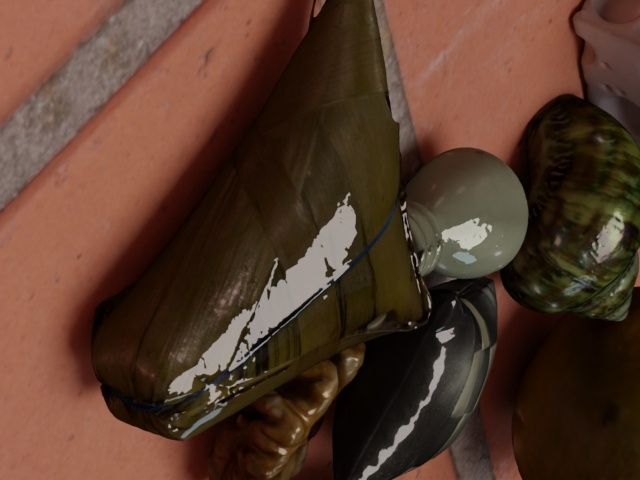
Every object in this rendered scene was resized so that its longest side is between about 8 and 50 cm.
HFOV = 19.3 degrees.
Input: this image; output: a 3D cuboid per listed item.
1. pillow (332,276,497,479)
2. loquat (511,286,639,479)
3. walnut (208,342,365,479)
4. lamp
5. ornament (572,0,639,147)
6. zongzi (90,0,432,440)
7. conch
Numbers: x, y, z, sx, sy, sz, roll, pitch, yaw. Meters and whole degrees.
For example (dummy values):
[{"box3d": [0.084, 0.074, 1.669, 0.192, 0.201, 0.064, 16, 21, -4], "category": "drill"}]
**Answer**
[{"box3d": [0.077, 0.113, 1.533, 0.186, 0.106, 0.250, -62, 170, 6], "category": "pillow"}, {"box3d": [0.319, 0.187, 1.807, 0.283, 0.276, 0.276, -94, 177, -46], "category": "loquat"}, {"box3d": [-0.032, 0.134, 1.424, 0.143, 0.069, 0.170, -42, 167, -50], "category": "walnut"}, {"box3d": [0.094, -0.014, 1.485, 0.193, 0.106, 0.106, -19, 127, -58], "category": "lamp"}, {"box3d": [0.404, -0.168, 1.719, 0.240, 0.239, 0.239, -50, 147, -21], "category": "ornament"}, {"box3d": [-0.052, -0.033, 1.277, 0.260, 0.123, 0.289, -25, 119, -35], "category": "zongzi"}, {"box3d": [0.238, -0.017, 1.696, 0.187, 0.124, 0.181, -51, 151, -35], "category": "conch"}]
